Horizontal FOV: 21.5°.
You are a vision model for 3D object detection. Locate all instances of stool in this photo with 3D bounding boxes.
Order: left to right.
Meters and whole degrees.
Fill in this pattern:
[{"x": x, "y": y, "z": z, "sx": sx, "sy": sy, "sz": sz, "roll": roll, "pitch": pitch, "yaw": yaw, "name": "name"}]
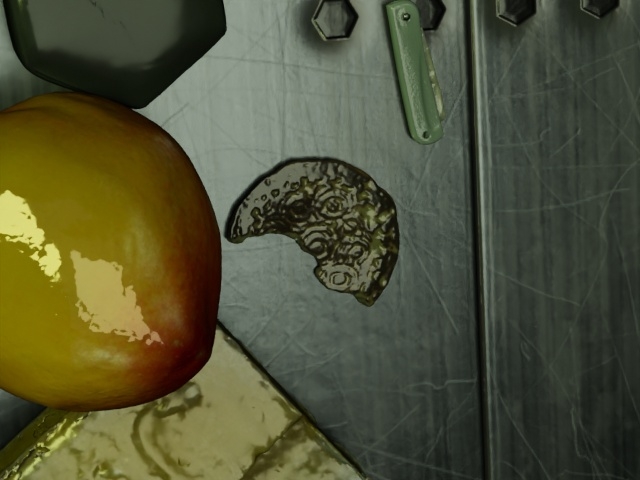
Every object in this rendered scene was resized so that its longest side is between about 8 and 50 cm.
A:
[{"x": -0.211, "y": -0.250, "z": 1.676, "sx": 0.232, "sy": 0.141, "sz": 0.232, "roll": -3, "pitch": 102, "yaw": -15, "name": "stool"}]

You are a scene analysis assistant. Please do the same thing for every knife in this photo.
[{"x": 0.105, "y": -0.183, "z": 1.836, "sx": 0.044, "sy": 0.023, "sz": 0.162, "roll": -15, "pitch": 106, "yaw": -9, "name": "knife"}]

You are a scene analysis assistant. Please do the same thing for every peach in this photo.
[{"x": -0.232, "y": 0.021, "z": 1.622, "sx": 0.308, "sy": 0.289, "sz": 0.289, "roll": 43, "pitch": 89, "yaw": -3, "name": "peach"}]

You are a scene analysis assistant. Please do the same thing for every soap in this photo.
[{"x": -0.161, "y": 0.268, "z": 1.790, "sx": 0.338, "sy": 0.169, "sz": 0.304, "roll": -43, "pitch": 99, "yaw": -2, "name": "soap"}]

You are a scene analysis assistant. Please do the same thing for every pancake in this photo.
[{"x": 0.000, "y": 0.000, "z": 1.851, "sx": 0.184, "sy": 0.020, "sz": 0.190, "roll": -28, "pitch": 106, "yaw": -8, "name": "pancake"}]
